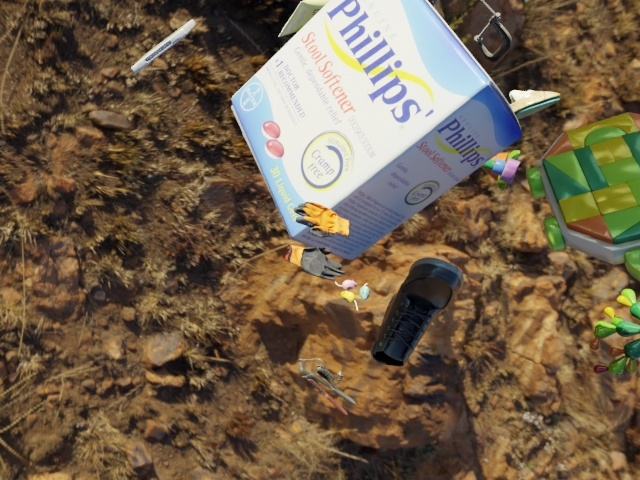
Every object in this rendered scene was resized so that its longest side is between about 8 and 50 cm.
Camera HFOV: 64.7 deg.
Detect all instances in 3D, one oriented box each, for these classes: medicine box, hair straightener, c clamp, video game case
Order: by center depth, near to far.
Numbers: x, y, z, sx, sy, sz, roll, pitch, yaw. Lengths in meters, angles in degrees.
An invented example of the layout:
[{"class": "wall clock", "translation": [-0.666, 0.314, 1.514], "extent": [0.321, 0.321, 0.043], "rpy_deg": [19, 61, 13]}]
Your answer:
[{"class": "medicine box", "translation": [0.059, -0.167, 0.676], "extent": [0.289, 0.263, 0.149], "rpy_deg": [-38, 149, 22]}, {"class": "c clamp", "translation": [0.456, -0.551, 1.352], "extent": [0.022, 0.160, 0.137], "rpy_deg": [-40, 83, -7]}, {"class": "video game case", "translation": [-0.467, -0.587, 1.518], "extent": [0.193, 0.212, 0.023], "rpy_deg": [-31, 118, 12]}, {"class": "hair straightener", "translation": [0.025, 0.429, 1.543], "extent": [0.230, 0.047, 0.089], "rpy_deg": [44, 82, -8]}]

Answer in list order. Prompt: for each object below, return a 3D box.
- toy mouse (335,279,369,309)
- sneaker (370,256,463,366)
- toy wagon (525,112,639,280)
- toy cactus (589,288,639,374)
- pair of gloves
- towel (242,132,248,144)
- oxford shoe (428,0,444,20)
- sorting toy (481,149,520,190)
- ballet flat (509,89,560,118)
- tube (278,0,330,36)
[{"class": "toy mouse", "translation": [0.136, 0.183, 1.924], "extent": [0.143, 0.161, 0.031], "rpy_deg": [-24, 134, -36]}, {"class": "sneaker", "translation": [0.146, 0.119, 0.772], "extent": [0.083, 0.222, 0.118], "rpy_deg": [25, 60, 5]}, {"class": "toy wagon", "translation": [0.482, -0.060, 0.775], "extent": [0.068, 0.267, 0.344], "rpy_deg": [53, 29, -43]}, {"class": "toy cactus", "translation": [0.709, 0.209, 1.129], "extent": [0.112, 0.180, 0.219], "rpy_deg": [49, 60, -18]}, {"class": "pair of gloves", "translation": [0.000, 0.000, 0.552], "extent": [0.074, 0.010, 0.083], "rpy_deg": [22, 64, -28]}, {"class": "towel", "translation": [-0.123, -0.233, 1.631], "extent": [0.037, 0.237, 0.329], "rpy_deg": [-37, 107, -26]}, {"class": "oxford shoe", "translation": [0.206, -0.470, 0.994], "extent": [0.227, 0.083, 0.096], "rpy_deg": [38, 37, -57]}, {"class": "sorting toy", "translation": [0.530, -0.233, 1.552], "extent": [0.126, 0.365, 0.127], "rpy_deg": [22, 106, 14]}, {"class": "ballet flat", "translation": [0.414, -0.289, 1.111], "extent": [0.206, 0.073, 0.067], "rpy_deg": [-25, 80, 16]}, {"class": "tube", "translation": [-0.017, -0.521, 1.155], "extent": [0.240, 0.062, 0.070], "rpy_deg": [-49, 143, -51]}]
